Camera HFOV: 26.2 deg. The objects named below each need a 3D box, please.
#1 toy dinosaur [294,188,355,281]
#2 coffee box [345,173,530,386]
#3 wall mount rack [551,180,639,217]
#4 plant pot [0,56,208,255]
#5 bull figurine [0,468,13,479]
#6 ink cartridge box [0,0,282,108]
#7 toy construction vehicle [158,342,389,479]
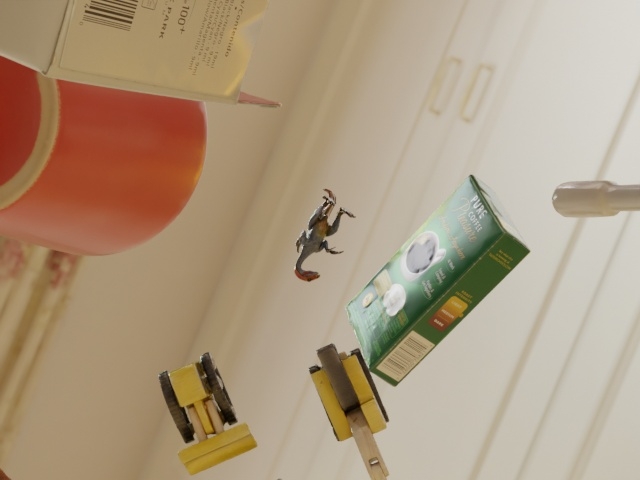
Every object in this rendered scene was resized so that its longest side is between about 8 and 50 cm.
[{"bbox_3d":[0.000,0.000,1.388,0.047,0.082,0.090,32,-167,-6],"label":"toy dinosaur"},{"bbox_3d":[0.105,0.037,1.276,0.040,0.184,0.113,34,-163,-27],"label":"coffee box"},{"bbox_3d":[0.291,-0.048,0.600,0.350,0.304,0.130,15,-138,-35],"label":"wall mount rack"},{"bbox_3d":[-0.279,-0.117,1.343,0.274,0.275,0.243,23,-173,17],"label":"plant pot"},{"bbox_3d":[-0.419,0.348,1.388,0.188,0.310,0.101,31,165,-39],"label":"bull figurine"},{"bbox_3d":[-0.195,-0.201,0.949,0.309,0.130,0.272,23,-170,27],"label":"ink cartridge box"},{"bbox_3d":[-0.013,0.084,0.558,0.085,0.098,0.035,-21,172,-1],"label":"toy construction vehicle"}]
